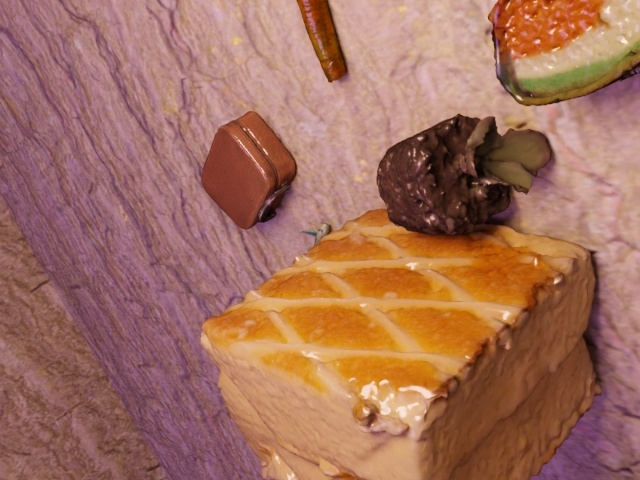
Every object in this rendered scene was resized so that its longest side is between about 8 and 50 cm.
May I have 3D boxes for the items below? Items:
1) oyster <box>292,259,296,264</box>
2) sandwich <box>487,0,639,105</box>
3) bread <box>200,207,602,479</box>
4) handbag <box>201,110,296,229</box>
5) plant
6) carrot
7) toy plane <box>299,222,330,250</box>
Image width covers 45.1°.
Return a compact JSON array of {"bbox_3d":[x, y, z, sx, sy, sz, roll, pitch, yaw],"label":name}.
[{"bbox_3d":[-0.008,0.090,1.362,0.122,0.045,0.146,50,150,34],"label":"oyster"},{"bbox_3d":[0.249,-0.242,0.666,0.212,0.109,0.292,47,145,23],"label":"sandwich"},{"bbox_3d":[0.101,0.159,0.971,0.390,0.371,0.280,9,127,47],"label":"bread"},{"bbox_3d":[-0.121,-0.108,1.286,0.151,0.072,0.193,50,146,7],"label":"handbag"},{"bbox_3d":[0.161,-0.077,0.905,0.203,0.142,0.131,-18,95,65],"label":"plant"},{"bbox_3d":[-0.002,-0.287,1.001,0.042,0.042,0.171,11,131,47],"label":"carrot"},{"bbox_3d":[0.002,-0.001,1.263,0.080,0.033,0.083,42,138,20],"label":"toy plane"}]
